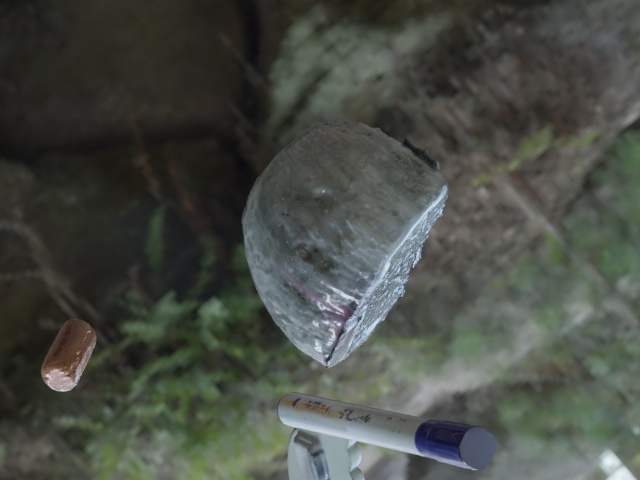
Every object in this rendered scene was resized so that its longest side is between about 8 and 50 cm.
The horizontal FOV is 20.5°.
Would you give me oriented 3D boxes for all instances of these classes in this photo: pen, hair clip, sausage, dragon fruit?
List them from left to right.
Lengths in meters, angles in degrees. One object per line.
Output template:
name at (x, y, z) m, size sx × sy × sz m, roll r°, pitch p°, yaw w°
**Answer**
sausage at (-0.211, 0.095, 1.488) m, size 0.034 × 0.034 × 0.083 m, roll -37°, pitch -163°, yaw 24°
hair clip at (0.000, 0.267, 1.769) m, size 0.054 × 0.220 × 0.140 m, roll -11°, pitch -165°, yaw -24°
dragon fruit at (0.000, 0.000, 2.149) m, size 0.204 × 0.221 × 0.283 m, roll -38°, pitch 163°, yaw -40°
pen at (0.044, 0.146, 1.395) m, size 0.033 × 0.033 × 0.269 m, roll -44°, pitch -157°, yaw -22°
